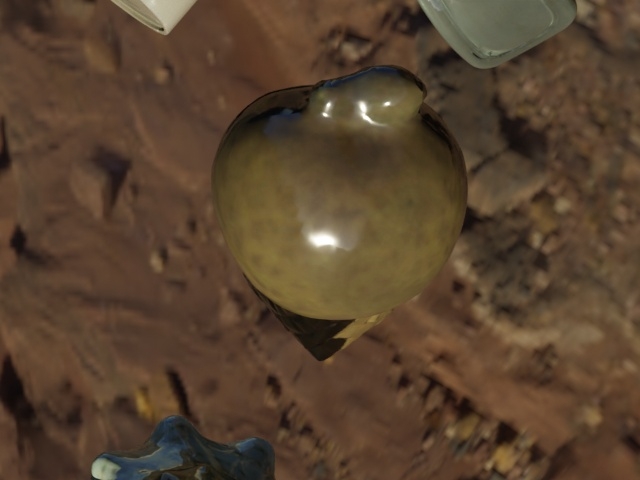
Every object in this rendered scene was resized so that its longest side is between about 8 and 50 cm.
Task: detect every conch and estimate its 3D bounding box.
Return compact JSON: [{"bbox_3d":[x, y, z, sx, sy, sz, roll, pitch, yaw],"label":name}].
[{"bbox_3d":[-0.078,0.235,1.465,0.169,0.386,0.203,-26,78,2],"label":"conch"}]

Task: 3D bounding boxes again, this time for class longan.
[{"bbox_3d":[0.009,-0.023,0.796,0.106,0.119,0.106,9,44,-9],"label":"longan"}]

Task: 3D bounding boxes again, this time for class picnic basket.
[{"bbox_3d":[0.000,0.000,1.613,0.128,0.178,0.138,-31,62,-23],"label":"picnic basket"}]

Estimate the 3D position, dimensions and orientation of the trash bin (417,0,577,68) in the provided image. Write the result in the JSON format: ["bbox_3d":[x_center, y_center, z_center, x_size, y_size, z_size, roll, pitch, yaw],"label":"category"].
[{"bbox_3d":[0.118,-0.251,1.555,0.101,0.177,0.236,-29,32,18],"label":"trash bin"}]

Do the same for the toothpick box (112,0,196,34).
[{"bbox_3d":[-0.083,-0.236,1.281,0.111,0.111,0.181,38,85,9],"label":"toothpick box"}]
